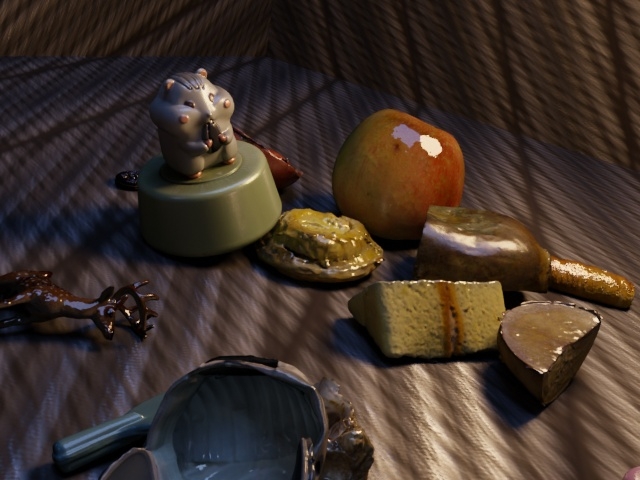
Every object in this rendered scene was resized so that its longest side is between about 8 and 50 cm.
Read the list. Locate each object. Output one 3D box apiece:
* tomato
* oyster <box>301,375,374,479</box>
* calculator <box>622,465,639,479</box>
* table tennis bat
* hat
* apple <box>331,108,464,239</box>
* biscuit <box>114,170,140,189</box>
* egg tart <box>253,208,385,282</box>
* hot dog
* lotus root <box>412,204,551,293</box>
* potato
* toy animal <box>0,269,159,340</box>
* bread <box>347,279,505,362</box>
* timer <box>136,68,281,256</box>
[{"bbox_3d":[-0.156,-0.186,1.837,0.199,0.112,0.228,29,5,-45],"label":"tomato"},{"bbox_3d":[-0.014,0.243,0.895,0.161,0.108,0.232,-16,15,-29],"label":"oyster"},{"bbox_3d":[0.533,0.353,0.921,0.293,0.043,0.194,7,23,-4],"label":"calculator"},{"bbox_3d":[-0.205,0.216,0.879,0.237,0.038,0.149,-18,6,-35],"label":"table tennis bat"},{"bbox_3d":[-0.088,0.252,0.731,0.231,0.161,0.275,-11,44,20],"label":"hat"},{"bbox_3d":[0.186,-0.158,1.698,0.318,0.277,0.319,12,16,-4],"label":"apple"},{"bbox_3d":[-0.442,-0.143,1.715,0.087,0.027,0.089,25,26,34],"label":"biscuit"},{"bbox_3d":[0.000,0.000,1.479,0.278,0.095,0.279,8,23,-3],"label":"egg tart"},{"bbox_3d":[0.535,0.076,1.576,0.288,0.068,0.083,17,30,12],"label":"hot dog"},{"bbox_3d":[0.329,0.019,1.447,0.260,0.150,0.267,11,9,11],"label":"lotus root"},{"bbox_3d":[0.352,0.181,1.192,0.138,0.098,0.243,23,30,35],"label":"potato"},{"bbox_3d":[-0.402,0.086,1.095,0.259,0.087,0.243,-14,34,-41],"label":"toy animal"},{"bbox_3d":[0.195,0.125,1.251,0.265,0.142,0.178,-2,40,-26],"label":"bread"},{"bbox_3d":[-0.234,-0.171,1.404,0.290,0.316,0.291,-4,33,2],"label":"timer"}]
